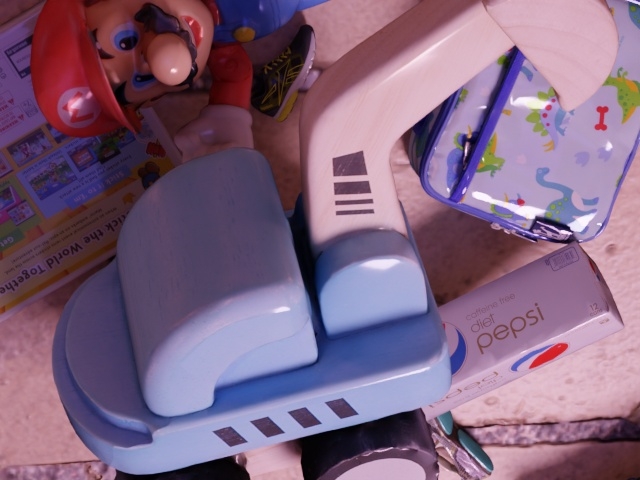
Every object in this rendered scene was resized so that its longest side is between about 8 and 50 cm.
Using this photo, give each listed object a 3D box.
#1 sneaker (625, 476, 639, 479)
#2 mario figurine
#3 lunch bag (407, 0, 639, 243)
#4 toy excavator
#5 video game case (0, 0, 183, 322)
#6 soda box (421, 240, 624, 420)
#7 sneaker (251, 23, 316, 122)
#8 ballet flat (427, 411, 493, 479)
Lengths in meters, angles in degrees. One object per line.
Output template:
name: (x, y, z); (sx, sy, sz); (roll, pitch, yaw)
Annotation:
sneaker: (0.277, 0.253, 1.646); (0.148, 0.131, 0.350); (26, 103, -21)
mario figurine: (-0.065, -0.171, 1.404); (0.320, 0.170, 0.198); (-32, 81, -11)
lunch bag: (0.176, -0.115, 1.528); (0.176, 0.090, 0.219); (21, 103, -13)
toy excavator: (0.000, 0.000, 1.354); (0.433, 0.222, 0.445); (-14, 142, -2)
video game case: (-0.239, -0.061, 1.509); (0.227, 0.026, 0.206); (-31, 111, 1)
soda box: (0.136, 0.082, 1.562); (0.216, 0.074, 0.069); (-26, 69, 12)
sneaker: (-0.029, -0.136, 1.515); (0.035, 0.031, 0.083); (19, 105, -15)
ballet flat: (0.105, 0.169, 1.640); (0.041, 0.041, 0.114); (-36, 110, 4)
